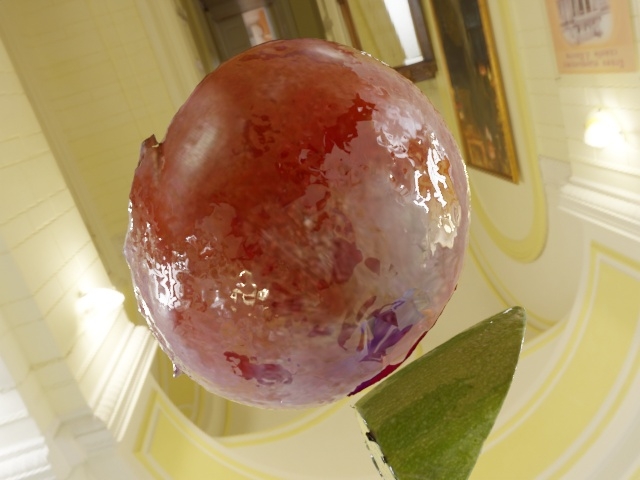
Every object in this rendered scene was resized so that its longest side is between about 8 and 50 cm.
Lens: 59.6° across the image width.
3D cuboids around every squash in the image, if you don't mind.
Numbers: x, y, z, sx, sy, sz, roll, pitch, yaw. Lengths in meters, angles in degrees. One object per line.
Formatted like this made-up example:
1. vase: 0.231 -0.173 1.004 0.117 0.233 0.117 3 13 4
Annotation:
1. squash: 0.183 0.219 0.691 0.260 0.189 0.189 -26 -161 -10

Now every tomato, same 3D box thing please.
1. tomato: -0.001 0.005 0.468 0.335 0.290 0.176 -48 -140 -9
